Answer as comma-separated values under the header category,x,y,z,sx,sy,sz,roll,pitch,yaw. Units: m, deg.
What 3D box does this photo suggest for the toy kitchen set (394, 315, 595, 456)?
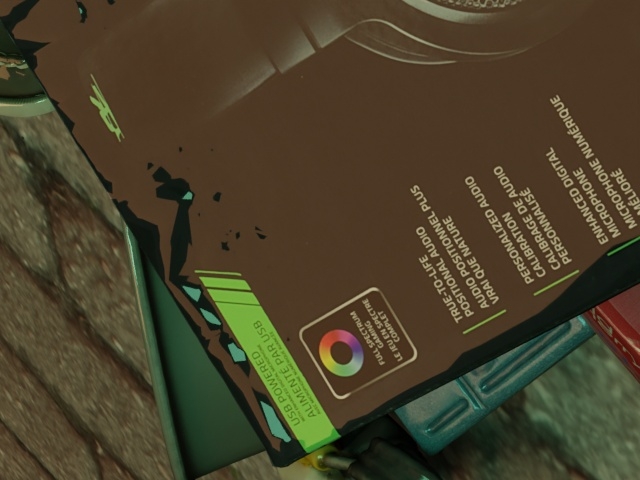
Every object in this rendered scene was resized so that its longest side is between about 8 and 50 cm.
category,x,y,z,sx,sy,sz,roll,pitch,yaw
toy kitchen set,0.000,0.000,0.857,0.207,0.166,0.122,53,128,9

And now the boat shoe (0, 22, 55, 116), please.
category,x,y,z,sx,sy,sz,roll,pitch,yaw
boat shoe,-0.240,-0.189,1.196,0.305,0.109,0.091,46,158,33

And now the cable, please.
category,x,y,z,sx,sy,sz,roll,pitch,yaw
cable,0.034,0.141,1.027,0.139,0.072,0.287,47,178,-12

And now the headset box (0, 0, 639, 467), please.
category,x,y,z,sx,sy,sz,roll,pitch,yaw
headset box,0.037,-0.100,0.600,0.283,0.131,0.246,-30,92,32

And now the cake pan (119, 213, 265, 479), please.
category,x,y,z,sx,sy,sz,roll,pitch,yaw
cake pan,-0.070,-0.015,1.007,0.293,0.054,0.293,170,90,-87

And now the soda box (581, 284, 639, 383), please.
category,x,y,z,sx,sy,sz,roll,pitch,yaw
soda box,0.098,-0.037,0.740,0.263,0.083,0.092,51,180,16
